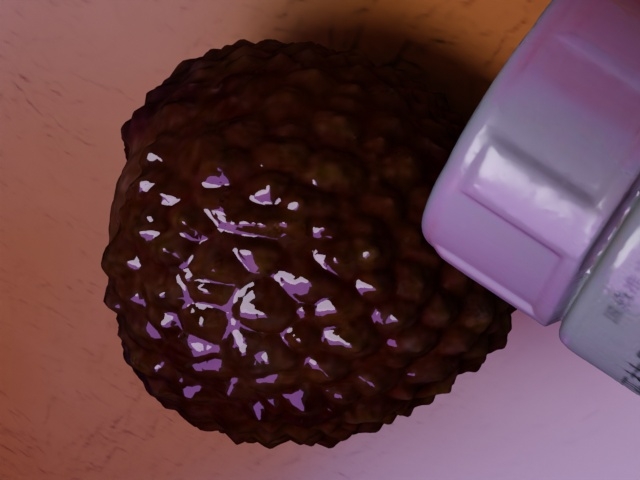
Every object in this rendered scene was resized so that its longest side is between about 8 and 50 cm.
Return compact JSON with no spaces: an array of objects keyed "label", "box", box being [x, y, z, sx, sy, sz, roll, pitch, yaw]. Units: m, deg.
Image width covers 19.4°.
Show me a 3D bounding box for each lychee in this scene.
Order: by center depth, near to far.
[{"label":"lychee","box":[0.000,0.000,0.796,0.188,0.188,0.188,28,149,19]}]

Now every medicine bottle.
[{"label":"medicine bottle","box":[0.137,-0.008,0.667,0.168,0.135,0.135,35,150,9]}]
